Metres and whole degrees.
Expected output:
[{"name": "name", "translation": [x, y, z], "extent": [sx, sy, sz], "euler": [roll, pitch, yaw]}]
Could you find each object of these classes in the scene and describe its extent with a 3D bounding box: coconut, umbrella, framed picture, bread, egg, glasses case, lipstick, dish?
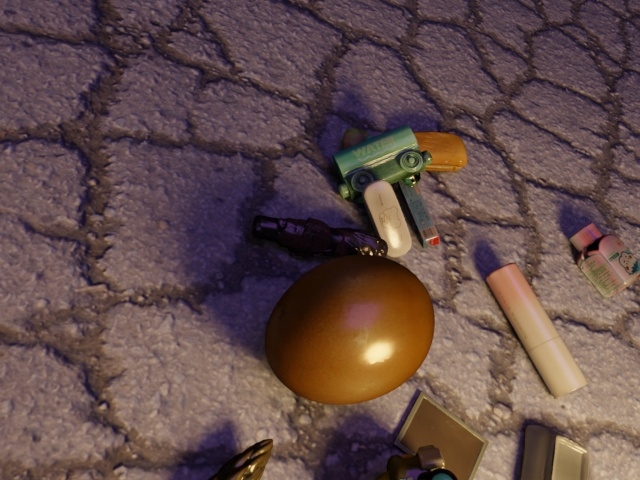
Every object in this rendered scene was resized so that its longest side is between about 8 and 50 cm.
[{"name": "coconut", "translation": [0.094, -0.255, 1.636], "extent": [0.083, 0.081, 0.082], "euler": [-29, 109, -48]}, {"name": "umbrella", "translation": [0.000, 0.000, 1.431], "extent": [0.326, 0.090, 0.094], "euler": [10, 60, -16]}, {"name": "framed picture", "translation": [0.256, 0.426, 1.316], "extent": [0.183, 0.011, 0.142], "euler": [37, 53, 2]}, {"name": "bread", "translation": [0.303, -0.249, 1.721], "extent": [0.201, 0.077, 0.115], "euler": [0, 68, -21]}, {"name": "egg", "translation": [0.060, 0.172, 1.227], "extent": [0.352, 0.282, 0.282], "euler": [-16, 67, -23]}, {"name": "glasses case", "translation": [0.160, -0.052, 1.504], "extent": [0.074, 0.049, 0.193], "euler": [-24, 105, -10]}, {"name": "lipstick", "translation": [0.516, 0.213, 1.506], "extent": [0.087, 0.087, 0.326], "euler": [-13, 65, -28]}, {"name": "dish", "translation": [0.506, 0.505, 1.327], "extent": [0.151, 0.077, 0.212], "euler": [27, 53, -4]}]

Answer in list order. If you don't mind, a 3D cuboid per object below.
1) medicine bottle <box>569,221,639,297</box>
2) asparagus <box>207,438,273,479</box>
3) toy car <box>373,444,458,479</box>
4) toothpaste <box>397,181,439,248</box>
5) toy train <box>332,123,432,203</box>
[{"name": "medicine bottle", "translation": [0.771, 0.047, 1.707], "extent": [0.119, 0.094, 0.188], "euler": [-25, 72, -34]}, {"name": "asparagus", "translation": [-0.181, 0.454, 1.085], "extent": [0.080, 0.080, 0.287], "euler": [42, 62, 6]}, {"name": "toy car", "translation": [0.156, 0.516, 1.136], "extent": [0.198, 0.204, 0.247], "euler": [-10, 60, -1]}, {"name": "toothpaste", "translation": [0.249, -0.073, 1.604], "extent": [0.044, 0.070, 0.193], "euler": [-19, 65, 1]}, {"name": "toy train", "translation": [0.148, -0.195, 1.568], "extent": [0.248, 0.101, 0.159], "euler": [-21, 73, -3]}]
